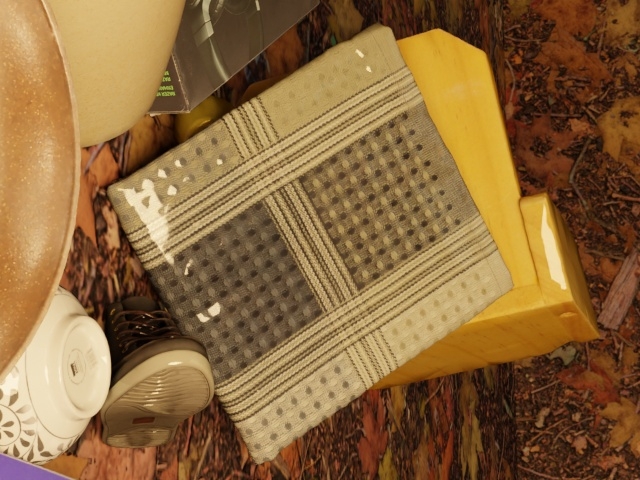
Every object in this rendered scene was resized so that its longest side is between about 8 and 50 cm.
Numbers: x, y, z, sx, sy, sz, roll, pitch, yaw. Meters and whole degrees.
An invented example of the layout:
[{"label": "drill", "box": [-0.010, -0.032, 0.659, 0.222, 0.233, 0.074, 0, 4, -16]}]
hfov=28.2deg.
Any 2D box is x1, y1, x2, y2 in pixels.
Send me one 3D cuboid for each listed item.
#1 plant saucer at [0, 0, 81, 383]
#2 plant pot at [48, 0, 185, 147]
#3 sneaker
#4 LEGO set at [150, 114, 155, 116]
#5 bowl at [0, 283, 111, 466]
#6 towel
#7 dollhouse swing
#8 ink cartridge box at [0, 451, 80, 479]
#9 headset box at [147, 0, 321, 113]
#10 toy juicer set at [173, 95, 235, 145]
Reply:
[{"label": "plant saucer", "box": [-0.236, -0.049, 0.558, 0.310, 0.050, 0.311, 4, 86, -53]}, {"label": "plant pot", "box": [-0.187, -0.200, 0.853, 0.274, 0.256, 0.256, 88, 10, -53]}, {"label": "sneaker", "box": [-0.143, 0.088, 1.026, 0.222, 0.083, 0.118, 131, -43, -61]}, {"label": "LEGO set", "box": [-0.150, -0.266, 1.208, 0.182, 0.060, 0.244, -69, 148, -59]}, {"label": "bowl", "box": [-0.205, 0.094, 0.929, 0.170, 0.080, 0.170, -3, 90, -71]}, {"label": "towel", "box": [0.000, 0.000, 1.208, 0.312, 0.324, 0.056, 62, -16, -15]}, {"label": "dollhouse swing", "box": [0.096, -0.019, 1.442, 0.315, 0.346, 0.305, 36, 42, -66]}, {"label": "ink cartridge box", "box": [-0.214, 0.253, 0.862, 0.206, 0.045, 0.208, 44, 56, -61]}, {"label": "headset box", "box": [-0.131, -0.266, 1.076, 0.246, 0.131, 0.283, -50, 133, -47]}, {"label": "toy juicer set", "box": [-0.020, 0.001, 1.300, 0.089, 0.209, 0.329, -113, -168, -70]}]
